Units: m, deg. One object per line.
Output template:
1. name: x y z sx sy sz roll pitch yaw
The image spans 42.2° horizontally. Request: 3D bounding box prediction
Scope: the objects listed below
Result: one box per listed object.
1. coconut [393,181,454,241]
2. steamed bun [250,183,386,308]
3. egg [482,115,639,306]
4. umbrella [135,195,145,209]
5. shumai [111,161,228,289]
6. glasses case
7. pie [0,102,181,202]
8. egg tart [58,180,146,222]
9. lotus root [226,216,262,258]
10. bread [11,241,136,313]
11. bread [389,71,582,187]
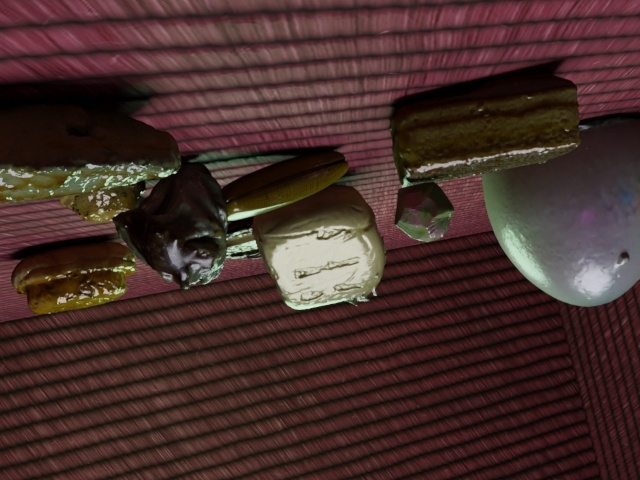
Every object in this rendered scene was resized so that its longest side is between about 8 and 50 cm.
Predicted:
1. coconut: 0.140 -0.038 1.111 0.081 0.082 0.083 -4 159 33
2. steamed bun: 0.000 0.000 1.572 0.232 0.166 0.273 -19 133 5
3. egg: 0.517 -0.041 1.641 0.354 0.340 0.354 -11 175 -1
4. umbrella: -0.307 -0.034 1.353 0.050 0.046 0.188 -56 -171 -17
5. shumai: -0.216 -0.008 1.145 0.142 0.184 0.184 -15 177 -39
6. glasses case: -0.057 -0.082 1.225 0.234 0.064 0.079 -23 174 -36
7. pie: -0.269 -0.083 0.798 0.248 0.090 0.201 -8 -177 -36
8. egg tart: -0.306 -0.054 1.175 0.129 0.049 0.129 -12 172 -2
9. lotus root: -0.093 -0.031 1.759 0.329 0.078 0.167 -13 152 22
10. bread: -0.484 0.071 1.641 0.236 0.120 0.198 -10 172 -30
11. bread: 0.214 -0.147 1.125 0.234 0.110 0.184 -11 177 2
